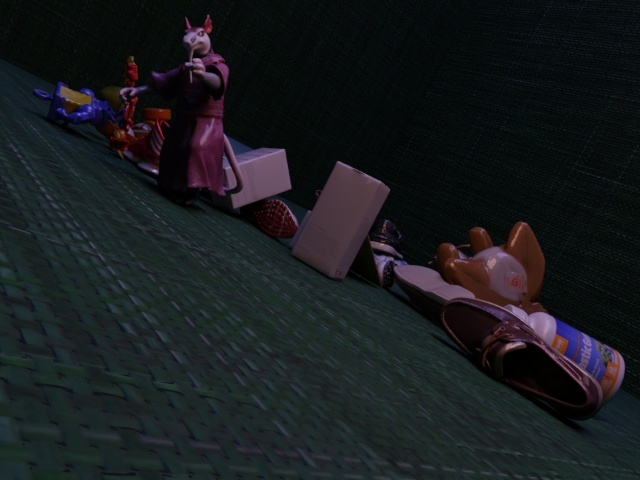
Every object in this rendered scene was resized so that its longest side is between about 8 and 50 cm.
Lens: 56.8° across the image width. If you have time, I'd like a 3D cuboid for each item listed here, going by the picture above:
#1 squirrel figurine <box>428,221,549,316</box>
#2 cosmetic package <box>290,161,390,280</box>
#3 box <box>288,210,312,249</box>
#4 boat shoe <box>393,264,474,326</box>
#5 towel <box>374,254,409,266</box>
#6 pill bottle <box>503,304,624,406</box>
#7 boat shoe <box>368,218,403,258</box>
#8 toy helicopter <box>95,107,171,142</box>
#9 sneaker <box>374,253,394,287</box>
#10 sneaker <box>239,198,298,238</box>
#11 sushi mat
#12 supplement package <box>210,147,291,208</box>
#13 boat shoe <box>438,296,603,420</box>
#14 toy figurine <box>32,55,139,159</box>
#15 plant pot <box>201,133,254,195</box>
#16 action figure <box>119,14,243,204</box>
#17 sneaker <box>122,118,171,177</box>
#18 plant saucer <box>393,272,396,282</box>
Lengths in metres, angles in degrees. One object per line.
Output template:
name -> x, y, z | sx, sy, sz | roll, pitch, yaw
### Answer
squirrel figurine -> 0.475, 0.164, 1.740 | 0.396, 0.281, 0.370 | 57, -19, -3
cosmetic package -> 0.043, -0.041, 1.288 | 0.117, 0.231, 0.085 | 31, 5, 23
box -> 0.000, 0.000, 1.410 | 0.087, 0.101, 0.102 | 31, 3, 32
boat shoe -> 0.284, 0.144, 1.546 | 0.117, 0.096, 0.324 | -7, 17, -21
towel -> 0.186, 0.058, 2.101 | 0.285, 0.034, 0.209 | 18, 4, -5
pill bottle -> 0.522, 0.256, 1.340 | 0.272, 0.152, 0.152 | 28, 4, -2
boat shoe -> 0.209, -0.007, 1.916 | 0.127, 0.112, 0.340 | 13, -4, 17
toy helicopter -> -0.460, -0.290, 1.641 | 0.355, 0.140, 0.235 | 17, 18, 42
sneaker -> 0.173, 0.087, 1.725 | 0.086, 0.085, 0.237 | 3, 4, 6
sneaker -> -0.113, -0.059, 1.494 | 0.093, 0.088, 0.225 | 27, 4, -38
sushi mat -> 0.077, 0.002, 1.491 | 0.152, 0.019, 0.316 | 30, -23, 31
supplement package -> -0.178, -0.158, 1.469 | 0.179, 0.105, 0.105 | -23, 23, -34
boat shoe -> 0.358, 0.209, 1.113 | 0.342, 0.123, 0.123 | 38, 8, 34
toy figurine -> -0.570, -0.356, 1.430 | 0.218, 0.191, 0.362 | 10, 28, -25
plant pot -> -0.275, -0.194, 1.628 | 0.166, 0.165, 0.234 | 27, 10, -19
action figure -> -0.234, -0.263, 1.207 | 0.248, 0.369, 0.276 | 17, 13, 39
sneaker -> -0.405, -0.234, 1.440 | 0.087, 0.128, 0.221 | 24, 6, -42
plant saucer -> 0.322, 0.153, 2.093 | 0.199, 0.036, 0.198 | 28, 5, -3
